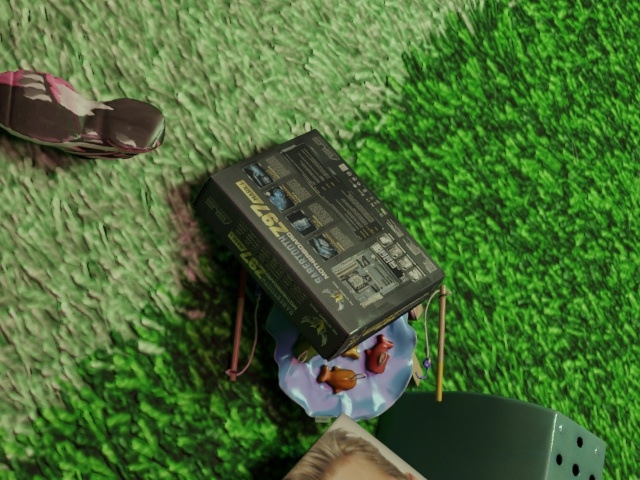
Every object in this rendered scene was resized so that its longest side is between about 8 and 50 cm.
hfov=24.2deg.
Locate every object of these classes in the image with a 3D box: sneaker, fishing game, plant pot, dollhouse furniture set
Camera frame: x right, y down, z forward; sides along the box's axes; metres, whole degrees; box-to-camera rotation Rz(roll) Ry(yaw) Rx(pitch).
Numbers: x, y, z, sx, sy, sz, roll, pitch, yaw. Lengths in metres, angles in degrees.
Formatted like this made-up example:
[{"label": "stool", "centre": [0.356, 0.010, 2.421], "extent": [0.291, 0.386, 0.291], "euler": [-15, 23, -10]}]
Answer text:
[{"label": "sneaker", "centre": [-0.247, -0.109, 1.463], "extent": [0.178, 0.077, 0.072], "euler": [16, 67, -21]}, {"label": "fishing game", "centre": [0.027, 0.111, 1.657], "extent": [0.264, 0.041, 0.189], "euler": [12, 77, -22]}, {"label": "plant pot", "centre": [0.198, 0.271, 1.725], "extent": [0.165, 0.234, 0.166], "euler": [33, 59, -37]}, {"label": "dollhouse furniture set", "centre": [0.082, 0.134, 1.752], "extent": [0.081, 0.091, 0.114], "euler": [-30, 104, -30]}]

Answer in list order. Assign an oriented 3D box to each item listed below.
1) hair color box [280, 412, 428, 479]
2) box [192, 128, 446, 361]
[{"label": "hair color box", "centre": [0.096, 0.361, 1.565], "extent": [0.347, 0.105, 0.174], "euler": [37, 47, 9]}, {"label": "box", "centre": [0.000, 0.000, 1.629], "extent": [0.233, 0.059, 0.183], "euler": [48, 42, 13]}]
